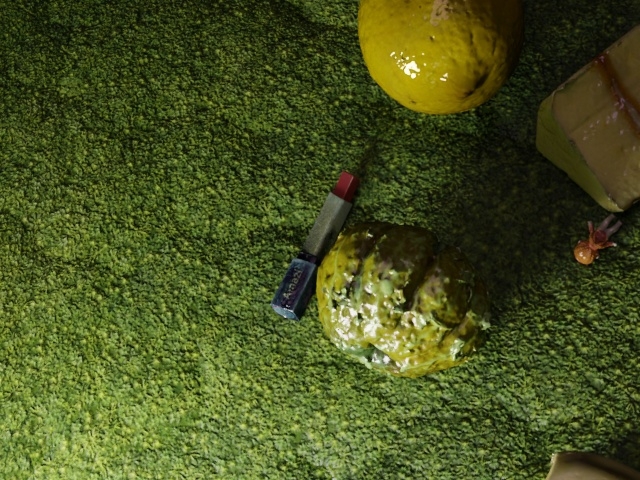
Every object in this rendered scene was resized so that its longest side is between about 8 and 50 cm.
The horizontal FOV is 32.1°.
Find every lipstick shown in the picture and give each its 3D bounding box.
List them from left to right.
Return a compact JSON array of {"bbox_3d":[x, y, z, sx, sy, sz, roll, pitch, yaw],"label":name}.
[{"bbox_3d":[0.000,0.000,2.061,0.051,0.051,0.312,16,68,26],"label":"lipstick"}]

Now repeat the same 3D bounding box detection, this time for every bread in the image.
[{"bbox_3d":[0.542,-0.210,1.927,0.263,0.198,0.236,-37,64,-6],"label":"bread"}]

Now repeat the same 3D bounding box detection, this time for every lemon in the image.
[{"bbox_3d":[0.221,-0.398,2.062,0.336,0.336,0.336,-8,61,14],"label":"lemon"}]

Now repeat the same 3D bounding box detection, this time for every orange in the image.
[{"bbox_3d":[0.132,0.110,1.827,0.301,0.300,0.223,28,67,-1],"label":"orange"}]

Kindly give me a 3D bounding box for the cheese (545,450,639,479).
[{"bbox_3d":[0.445,0.459,1.628,0.316,0.128,0.259,21,69,24],"label":"cheese"}]

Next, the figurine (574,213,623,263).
[{"bbox_3d":[0.479,-0.005,1.916,0.064,0.047,0.109,43,74,8],"label":"figurine"}]
